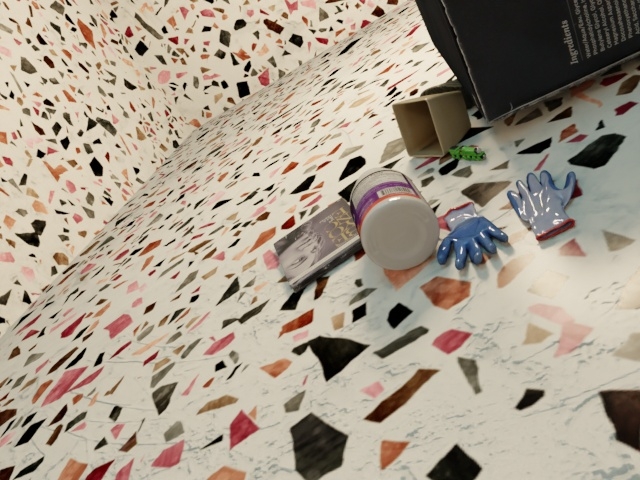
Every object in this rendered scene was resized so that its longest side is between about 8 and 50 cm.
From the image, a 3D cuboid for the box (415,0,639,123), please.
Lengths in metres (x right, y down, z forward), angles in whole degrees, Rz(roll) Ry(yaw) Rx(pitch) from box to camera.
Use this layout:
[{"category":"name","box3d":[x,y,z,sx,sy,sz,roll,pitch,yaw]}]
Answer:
[{"category":"box","box3d":[0.411,-0.508,0.987,0.472,0.297,0.479,-26,31,15]}]

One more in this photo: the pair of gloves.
[{"category":"pair of gloves","box3d":[0.240,-0.032,0.732,0.198,0.023,0.159,-27,24,19]}]

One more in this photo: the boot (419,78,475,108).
[{"category":"boot","box3d":[0.320,-0.353,1.195,0.190,0.076,0.208,-3,43,28]}]

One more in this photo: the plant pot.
[{"category":"plant pot","box3d":[0.216,-0.226,1.056,0.096,0.109,0.109,-30,20,-22]}]

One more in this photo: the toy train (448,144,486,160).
[{"category":"toy train","box3d":[0.248,-0.149,0.952,0.017,0.023,0.083,-40,23,-13]}]

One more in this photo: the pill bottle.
[{"category":"pill bottle","box3d":[0.101,-0.044,0.833,0.108,0.108,0.193,-31,22,9]}]

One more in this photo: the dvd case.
[{"category":"dvd case","box3d":[0.000,0.000,1.000,0.165,0.018,0.221,-34,23,0]}]
